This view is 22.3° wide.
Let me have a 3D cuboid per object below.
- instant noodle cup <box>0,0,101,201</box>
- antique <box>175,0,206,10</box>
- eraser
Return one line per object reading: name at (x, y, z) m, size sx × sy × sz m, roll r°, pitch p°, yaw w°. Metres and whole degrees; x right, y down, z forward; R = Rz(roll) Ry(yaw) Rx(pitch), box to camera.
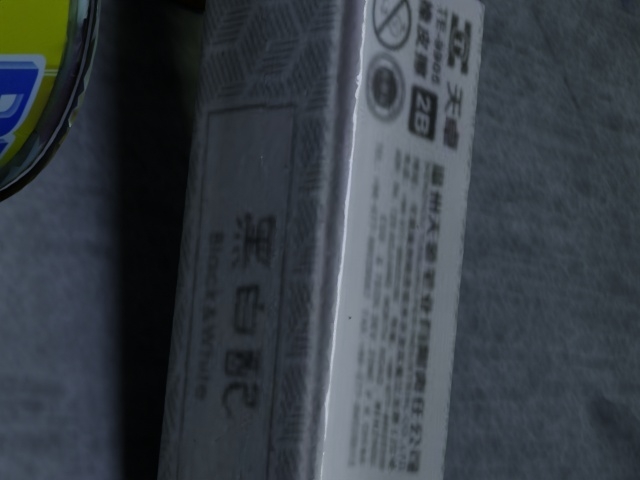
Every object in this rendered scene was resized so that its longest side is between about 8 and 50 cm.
instant noodle cup at (-0.194, -0.091, 0.517) m, size 0.153 × 0.205 × 0.205 m, roll -20°, pitch 89°, yaw -44°
antique at (-0.071, -0.281, 0.836) m, size 0.087 × 0.093 × 0.310 m, roll 10°, pitch 65°, yaw -50°
eraser at (0.000, 0.000, 0.705) m, size 0.098 × 0.096 × 0.404 m, roll 16°, pitch 75°, yaw -50°
